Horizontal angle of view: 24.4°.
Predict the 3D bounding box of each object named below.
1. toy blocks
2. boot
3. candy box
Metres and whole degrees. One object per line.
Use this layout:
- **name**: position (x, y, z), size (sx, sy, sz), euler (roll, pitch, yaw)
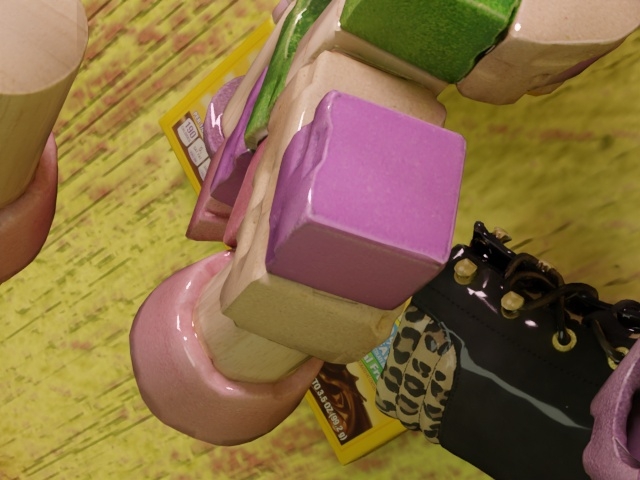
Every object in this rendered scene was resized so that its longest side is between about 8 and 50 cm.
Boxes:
- **toy blocks**: position (0.014, -0.051, 0.547), size (0.309, 0.288, 0.260), euler (23, 152, -11)
- **boot**: position (0.126, 0.038, 0.581), size (0.179, 0.085, 0.236), euler (35, 128, 20)
- **candy box**: position (0.000, 0.000, 0.733), size (0.105, 0.027, 0.206), euler (-37, 78, 38)
